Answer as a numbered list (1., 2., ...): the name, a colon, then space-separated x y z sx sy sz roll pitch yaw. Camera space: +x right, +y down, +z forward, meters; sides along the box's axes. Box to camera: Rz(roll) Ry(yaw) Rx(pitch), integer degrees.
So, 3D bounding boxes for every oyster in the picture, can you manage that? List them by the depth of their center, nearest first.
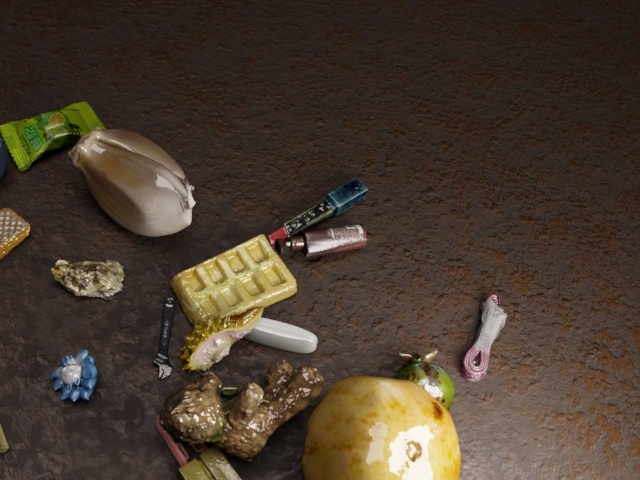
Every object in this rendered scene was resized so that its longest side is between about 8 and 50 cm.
1. oyster: -0.540 0.090 1.791 0.166 0.053 0.108 -2 69 -20

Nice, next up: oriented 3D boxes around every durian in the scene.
1. durian: -0.227 0.199 1.709 0.224 0.140 0.078 -36 57 -12

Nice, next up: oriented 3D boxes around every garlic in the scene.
1. garlic: -0.403 -0.151 1.862 0.340 0.245 0.231 19 44 20

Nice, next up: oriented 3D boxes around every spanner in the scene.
1. spanner: -0.354 0.223 1.764 0.046 0.012 0.208 6 56 -8

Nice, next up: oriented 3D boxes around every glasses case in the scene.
1. glasses case: -0.102 0.218 1.777 0.193 0.074 0.049 15 57 0

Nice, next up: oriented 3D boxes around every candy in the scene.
1. candy: -0.691 -0.284 1.987 0.246 0.069 0.149 -24 68 -22

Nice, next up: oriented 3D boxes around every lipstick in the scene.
1. lipstick: -0.013 -0.067 1.991 0.312 0.051 0.051 -31 70 -24

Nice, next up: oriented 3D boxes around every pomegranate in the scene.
1. pomegranate: 0.105 0.427 1.560 0.343 0.342 0.342 5 57 -8
2. pomegranate: 0.228 0.324 1.740 0.149 0.148 0.169 -2 52 -12

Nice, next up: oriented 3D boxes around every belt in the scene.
1. belt: 0.401 0.239 1.874 0.071 0.053 0.232 20 56 11

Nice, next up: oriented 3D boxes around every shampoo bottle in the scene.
1. shampoo bottle: 0.001 0.002 1.926 0.236 0.068 0.067 -6 99 -20

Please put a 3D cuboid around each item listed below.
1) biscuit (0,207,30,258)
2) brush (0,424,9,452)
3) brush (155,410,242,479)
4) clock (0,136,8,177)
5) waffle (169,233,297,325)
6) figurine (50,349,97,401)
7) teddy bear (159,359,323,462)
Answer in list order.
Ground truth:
1. biscuit: -0.836 0.061 1.749 0.094 0.054 0.379 38 59 14
2. brush: -0.721 0.320 1.610 0.048 0.054 0.282 -25 65 -10
3. brush: -0.270 0.447 1.618 0.103 0.047 0.233 -28 65 -27
4. clock: -0.883 -0.198 1.853 0.243 0.146 0.199 -14 67 -14
5. waffle: -0.204 0.104 1.840 0.274 0.057 0.168 -25 66 -24
6. figurine: -0.520 0.298 1.644 0.114 0.079 0.114 -7 65 14
7. teddy bear: -0.175 0.324 1.609 0.222 0.246 0.296 49 63 -16
